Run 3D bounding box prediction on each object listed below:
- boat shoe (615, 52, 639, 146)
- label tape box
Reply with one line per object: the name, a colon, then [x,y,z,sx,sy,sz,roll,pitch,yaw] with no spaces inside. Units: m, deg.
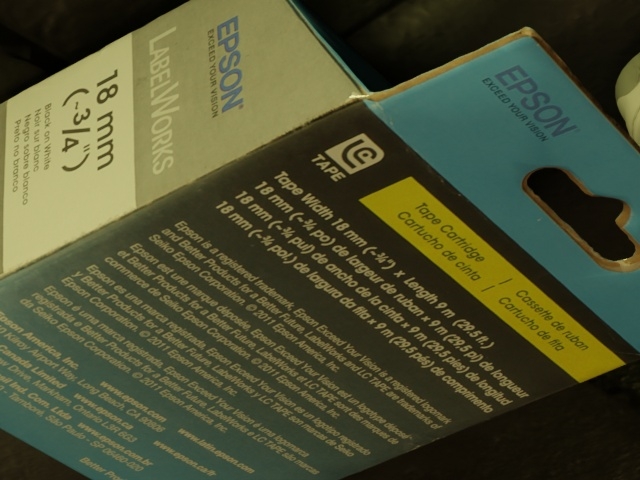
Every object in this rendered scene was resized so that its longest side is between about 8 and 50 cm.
boat shoe: [0.253,0.010,0.886,0.118,0.103,0.320,-27,139,25]
label tape box: [0.000,0.000,0.823,0.333,0.106,0.240,-24,140,25]
